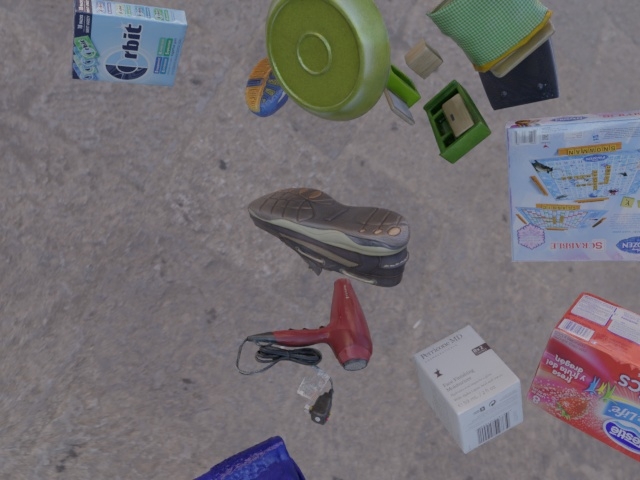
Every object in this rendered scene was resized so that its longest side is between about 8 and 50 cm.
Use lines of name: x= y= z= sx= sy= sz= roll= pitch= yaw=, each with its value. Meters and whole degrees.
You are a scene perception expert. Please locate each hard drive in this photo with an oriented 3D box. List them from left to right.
hard drive: x=0.419 y=-0.421 z=1.363 sx=0.054 sy=0.172 sz=0.255 roll=-43 pitch=118 yaw=-41

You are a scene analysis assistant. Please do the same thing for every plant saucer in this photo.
plant saucer: x=-0.002 y=-0.297 z=0.986 sx=0.037 sy=0.241 sz=0.241 roll=-38 pitch=94 yaw=-42

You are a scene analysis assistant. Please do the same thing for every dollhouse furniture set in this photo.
dollhouse furniture set: x=0.274 y=-0.321 z=1.132 sx=0.197 sy=0.301 sz=0.151 roll=28 pitch=35 yaw=-34

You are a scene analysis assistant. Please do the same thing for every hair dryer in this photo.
hair dryer: x=-0.005 y=0.186 z=1.233 sx=0.223 sy=0.080 sz=0.293 roll=35 pitch=56 yaw=7

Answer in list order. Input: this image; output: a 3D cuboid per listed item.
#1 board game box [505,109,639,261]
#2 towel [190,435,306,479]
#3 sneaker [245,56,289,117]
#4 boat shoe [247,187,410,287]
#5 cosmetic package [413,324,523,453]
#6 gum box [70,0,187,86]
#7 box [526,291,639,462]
board game box: x=0.565 y=-0.108 z=1.336 sx=0.066 sy=0.318 sz=0.318 roll=-53 pitch=138 yaw=-58
towel: x=-0.151 y=0.422 z=0.871 sx=0.308 sy=0.076 sz=0.228 roll=-24 pitch=105 yaw=-11
sneaker: x=-0.066 y=-0.363 z=1.383 sx=0.131 sy=0.111 sz=0.296 roll=67 pitch=38 yaw=-51
boat shoe: x=0.000 y=0.000 z=1.105 sx=0.132 sy=0.355 sz=0.130 roll=-26 pitch=122 yaw=-36
cosmetic package: x=0.315 y=0.315 z=1.345 sx=0.151 sy=0.184 sz=0.151 roll=-26 pitch=130 yaw=-10
gum box: x=-0.345 y=-0.350 z=1.124 sx=0.184 sy=0.157 sz=0.041 roll=-2 pitch=62 yaw=-24
box: x=0.475 y=0.215 z=0.893 sx=0.300 sy=0.142 sz=0.154 roll=26 pitch=33 yaw=28
